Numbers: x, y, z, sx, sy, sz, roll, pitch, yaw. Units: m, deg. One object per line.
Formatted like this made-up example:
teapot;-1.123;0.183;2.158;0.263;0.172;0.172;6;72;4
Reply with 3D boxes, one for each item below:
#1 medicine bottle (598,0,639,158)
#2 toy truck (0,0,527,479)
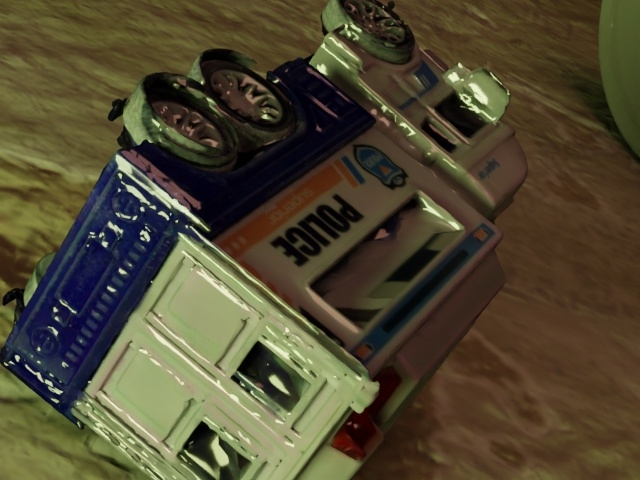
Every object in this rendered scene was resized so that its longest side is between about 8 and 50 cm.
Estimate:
medicine bottle;0.347;-0.138;1.099;0.232;0.238;0.238;4;36;-33
toy truck;0.000;0.000;0.693;0.155;0.124;0.268;40;32;8
